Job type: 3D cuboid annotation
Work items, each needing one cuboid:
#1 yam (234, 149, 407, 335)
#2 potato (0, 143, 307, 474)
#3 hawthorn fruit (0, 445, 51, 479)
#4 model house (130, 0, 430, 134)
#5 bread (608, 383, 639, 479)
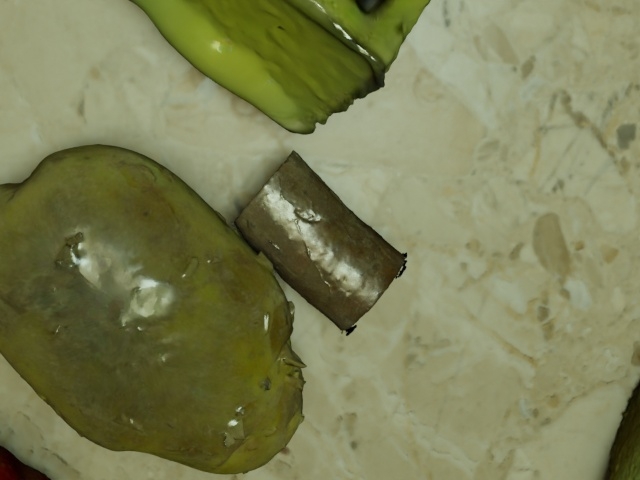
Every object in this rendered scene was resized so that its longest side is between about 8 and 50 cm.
[{"bbox_3d":[-0.002,0.002,0.831,0.127,0.084,0.084,42,94,-7],"label":"yam"},{"bbox_3d":[-0.130,0.058,0.798,0.296,0.141,0.191,43,97,-13],"label":"potato"},{"bbox_3d":[-0.274,0.236,0.791,0.169,0.188,0.169,-1,107,-3],"label":"hawthorn fruit"},{"bbox_3d":[0.002,-0.224,0.761,0.193,0.175,0.234,39,65,-9],"label":"model house"},{"bbox_3d":[0.350,0.164,0.870,0.186,0.124,0.257,38,96,-11],"label":"bread"}]
